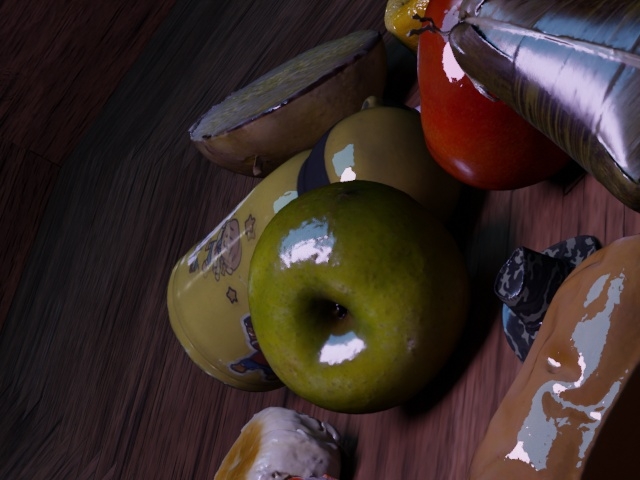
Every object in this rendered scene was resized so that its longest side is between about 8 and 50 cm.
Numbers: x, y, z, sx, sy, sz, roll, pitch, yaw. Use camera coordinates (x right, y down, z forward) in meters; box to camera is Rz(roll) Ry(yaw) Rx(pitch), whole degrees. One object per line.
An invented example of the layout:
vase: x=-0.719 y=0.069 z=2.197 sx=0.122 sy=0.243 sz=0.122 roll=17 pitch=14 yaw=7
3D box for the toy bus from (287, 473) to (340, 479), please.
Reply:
toy bus: x=-0.018 y=0.271 z=1.601 sx=0.079 sy=0.077 sz=0.174 roll=-43 pitch=24 yaw=49

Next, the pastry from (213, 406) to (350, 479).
pastry: x=-0.043 y=0.229 z=1.743 sx=0.166 sy=0.088 sz=0.166 roll=-58 pitch=14 yaw=24

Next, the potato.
potato: x=-0.023 y=-0.135 z=2.183 sx=0.239 sy=0.116 sz=0.299 roll=-30 pitch=10 yaw=-18

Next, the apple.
apple: x=0.035 y=0.044 z=1.635 sx=0.196 sy=0.196 sz=0.157 roll=-54 pitch=-3 yaw=25

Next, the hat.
hat: x=0.163 y=0.037 z=1.481 sx=0.121 sy=0.050 sz=0.121 roll=-51 pitch=21 yaw=28

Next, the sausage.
sausage: x=0.175 y=0.103 z=1.194 sx=0.241 sy=0.120 sz=0.136 roll=-61 pitch=27 yaw=0

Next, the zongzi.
zongzi: x=0.227 y=-0.171 z=1.395 sx=0.248 sy=0.111 sz=0.241 roll=42 pitch=98 yaw=33

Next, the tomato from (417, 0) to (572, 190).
tomato: x=0.155 y=-0.135 z=1.581 sx=0.195 sy=0.136 sz=0.195 roll=8 pitch=-90 yaw=-72

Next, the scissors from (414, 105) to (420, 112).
scissors: x=0.059 y=-0.087 z=2.051 sx=0.212 sy=0.021 sz=0.110 roll=-4 pitch=62 yaw=64

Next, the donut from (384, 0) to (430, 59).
donut: x=0.125 y=-0.272 z=2.141 sx=0.152 sy=0.058 sz=0.152 roll=-51 pitch=19 yaw=26

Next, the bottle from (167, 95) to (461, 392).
bottle: x=0.000 y=0.000 z=1.845 sx=0.351 sy=0.171 sz=0.171 roll=-44 pitch=23 yaw=48
